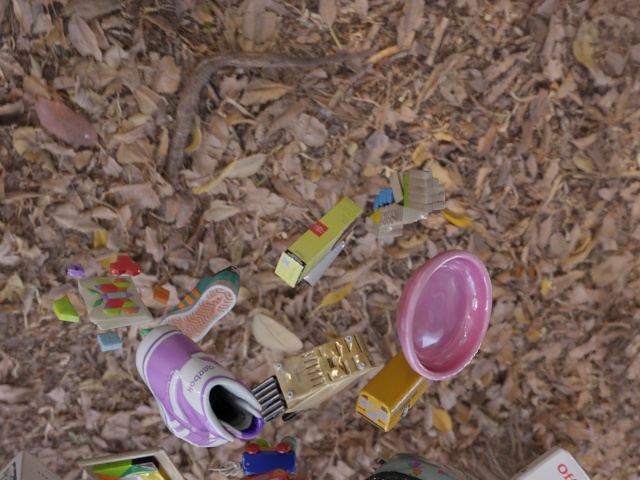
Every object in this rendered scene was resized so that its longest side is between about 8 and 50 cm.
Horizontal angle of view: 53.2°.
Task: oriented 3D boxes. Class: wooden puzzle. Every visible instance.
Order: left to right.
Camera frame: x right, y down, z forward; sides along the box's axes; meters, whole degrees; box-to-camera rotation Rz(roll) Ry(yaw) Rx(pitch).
[{"bbox_3d":[-0.487,0.615,1.673,0.220,0.044,0.239,-10,139,2],"label":"wooden puzzle"}]

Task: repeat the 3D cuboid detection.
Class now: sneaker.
[{"bbox_3d":[-0.317,0.177,1.715,0.302,0.121,0.108,-35,109,27],"label":"sneaker"},{"bbox_3d":[-0.138,0.240,0.863,0.102,0.161,0.282,-50,149,-22],"label":"sneaker"}]

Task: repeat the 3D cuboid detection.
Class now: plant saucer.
[{"bbox_3d":[0.305,0.182,1.615,0.332,0.084,0.333,-9,105,-38],"label":"plant saucer"}]

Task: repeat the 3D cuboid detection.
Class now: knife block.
[{"bbox_3d":[-0.023,0.318,1.422,0.275,0.088,0.242,-20,157,-8],"label":"knife block"}]

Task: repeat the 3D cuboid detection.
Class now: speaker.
[{"bbox_3d":[0.000,0.047,1.549,0.136,0.055,0.055,-52,127,-10],"label":"speaker"}]

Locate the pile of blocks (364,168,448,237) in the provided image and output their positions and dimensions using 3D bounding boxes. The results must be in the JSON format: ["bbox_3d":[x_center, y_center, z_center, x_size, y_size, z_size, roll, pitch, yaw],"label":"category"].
[{"bbox_3d":[0.249,-0.112,1.797,0.112,0.362,0.149,-6,77,-26],"label":"pile of blocks"}]

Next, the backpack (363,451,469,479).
[{"bbox_3d":[0.121,0.324,0.771,0.115,0.151,0.182,-65,160,-6],"label":"backpack"}]

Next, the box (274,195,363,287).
[{"bbox_3d":[0.000,0.000,1.404,0.232,0.058,0.087,-42,166,-36],"label":"box"}]

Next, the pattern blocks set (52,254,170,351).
[{"bbox_3d":[-0.511,0.146,1.585,0.285,0.324,0.026,-14,132,-44],"label":"pattern blocks set"}]

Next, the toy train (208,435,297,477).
[{"bbox_3d":[-0.188,0.622,1.851,0.247,0.143,0.105,-3,95,4],"label":"toy train"}]

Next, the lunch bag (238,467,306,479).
[{"bbox_3d":[-0.163,0.663,1.561,0.258,0.293,0.120,-11,87,-25],"label":"lunch bag"}]

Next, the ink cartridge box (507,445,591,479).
[{"bbox_3d":[0.400,0.544,1.183,0.272,0.198,0.115,-36,160,0],"label":"ink cartridge box"}]

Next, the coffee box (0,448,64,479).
[{"bbox_3d":[-0.755,0.819,1.603,0.338,0.334,0.338,-44,113,-10],"label":"coffee box"}]

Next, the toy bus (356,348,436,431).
[{"bbox_3d":[0.237,0.393,1.804,0.332,0.108,0.130,-34,141,-42],"label":"toy bus"}]
